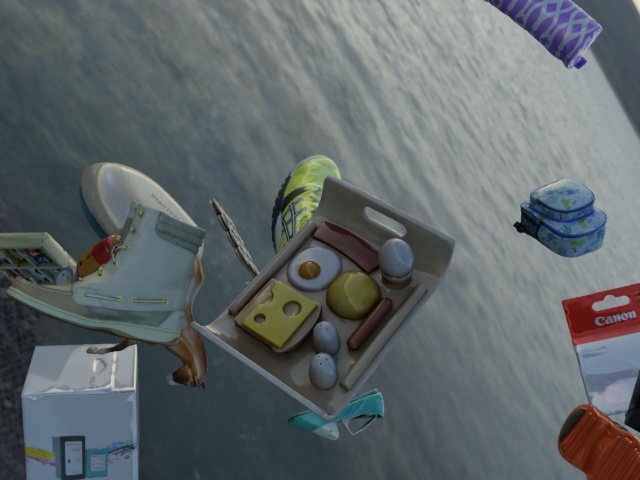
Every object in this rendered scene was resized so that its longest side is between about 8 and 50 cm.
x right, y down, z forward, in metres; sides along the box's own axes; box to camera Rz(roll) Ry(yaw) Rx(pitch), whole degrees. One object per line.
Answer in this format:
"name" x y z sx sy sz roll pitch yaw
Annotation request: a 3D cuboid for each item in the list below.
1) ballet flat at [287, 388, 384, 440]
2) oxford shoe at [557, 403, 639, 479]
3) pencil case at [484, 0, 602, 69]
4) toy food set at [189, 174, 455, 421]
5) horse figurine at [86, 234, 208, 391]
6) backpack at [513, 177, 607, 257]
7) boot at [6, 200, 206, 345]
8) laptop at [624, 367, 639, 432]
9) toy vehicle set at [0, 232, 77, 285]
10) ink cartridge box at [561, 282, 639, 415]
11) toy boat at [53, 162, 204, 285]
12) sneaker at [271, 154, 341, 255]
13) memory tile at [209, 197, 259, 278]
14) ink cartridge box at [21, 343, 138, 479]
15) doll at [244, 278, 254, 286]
"ballet flat" 0.047 0.429 1.911 0.247 0.083 0.087 -13 71 -21
"oxford shoe" 0.481 0.362 1.213 0.133 0.130 0.363 30 12 -4
"pencil case" 0.348 -0.363 1.276 0.206 0.086 0.088 46 -17 17
"toy food set" 0.006 0.062 1.051 0.306 0.220 0.092 -48 153 -27
"horse figurine" -0.233 0.079 1.163 0.066 0.175 0.263 62 33 -63
"backpack" 0.364 -0.033 1.185 0.114 0.105 0.084 50 -27 45
"boot" -0.258 0.029 0.981 0.213 0.077 0.165 17 84 -20
"laptop" 0.436 0.113 0.867 0.264 0.137 0.234 18 88 -33
"toy vehicle set" -0.610 0.066 1.749 0.267 0.166 0.035 66 27 -56
"ink cartridge box" 0.589 0.209 1.543 0.066 0.189 0.232 16 60 -79
"toy boat" -0.348 0.002 1.383 0.267 0.148 0.318 47 22 -10
"sneaker" 0.000 0.000 1.318 0.145 0.147 0.384 29 47 -24
"memory tile" -0.155 -0.001 1.447 0.148 0.012 0.113 61 0 24
"ink cartridge box" -0.443 0.356 1.505 0.198 0.197 0.270 -121 -147 -68
"doll" -0.182 0.155 2.401 0.189 0.129 0.046 -54 139 -18
